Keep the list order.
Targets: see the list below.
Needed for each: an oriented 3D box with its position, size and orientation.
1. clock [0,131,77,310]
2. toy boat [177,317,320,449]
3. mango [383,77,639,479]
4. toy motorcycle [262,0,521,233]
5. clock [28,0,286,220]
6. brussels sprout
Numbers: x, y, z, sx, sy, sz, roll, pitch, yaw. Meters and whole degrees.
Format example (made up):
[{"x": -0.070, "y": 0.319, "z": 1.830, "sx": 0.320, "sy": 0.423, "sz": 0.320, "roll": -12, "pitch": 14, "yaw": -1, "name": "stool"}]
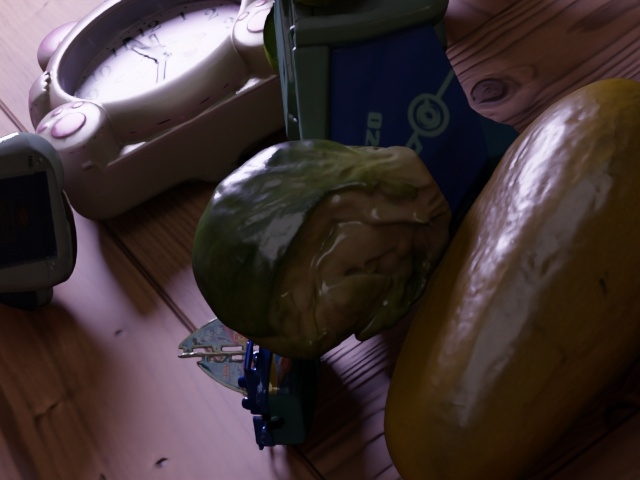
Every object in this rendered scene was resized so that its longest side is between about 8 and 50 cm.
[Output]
[{"x": -0.319, "y": -0.034, "z": 1.493, "sx": 0.147, "sy": 0.199, "sz": 0.243, "roll": -17, "pitch": 15, "yaw": -31, "name": "clock"}, {"x": -0.055, "y": 0.080, "z": 1.250, "sx": 0.110, "sy": 0.091, "sz": 0.175, "roll": -2, "pitch": 36, "yaw": 8, "name": "toy boat"}, {"x": 0.148, "y": 0.032, "z": 1.119, "sx": 0.331, "sy": 0.142, "sz": 0.195, "roll": -53, "pitch": 9, "yaw": -11, "name": "mango"}, {"x": 0.058, "y": -0.115, "z": 1.336, "sx": 0.200, "sy": 0.191, "sz": 0.326, "roll": -7, "pitch": 71, "yaw": -4, "name": "toy motorcycle"}, {"x": -0.148, "y": -0.167, "z": 1.605, "sx": 0.284, "sy": 0.114, "sz": 0.309, "roll": -30, "pitch": 34, "yaw": 0, "name": "clock"}, {"x": -0.005, "y": -0.002, "z": 1.172, "sx": 0.183, "sy": 0.131, "sz": 0.145, "roll": -38, "pitch": 32, "yaw": -21, "name": "brussels sprout"}]
